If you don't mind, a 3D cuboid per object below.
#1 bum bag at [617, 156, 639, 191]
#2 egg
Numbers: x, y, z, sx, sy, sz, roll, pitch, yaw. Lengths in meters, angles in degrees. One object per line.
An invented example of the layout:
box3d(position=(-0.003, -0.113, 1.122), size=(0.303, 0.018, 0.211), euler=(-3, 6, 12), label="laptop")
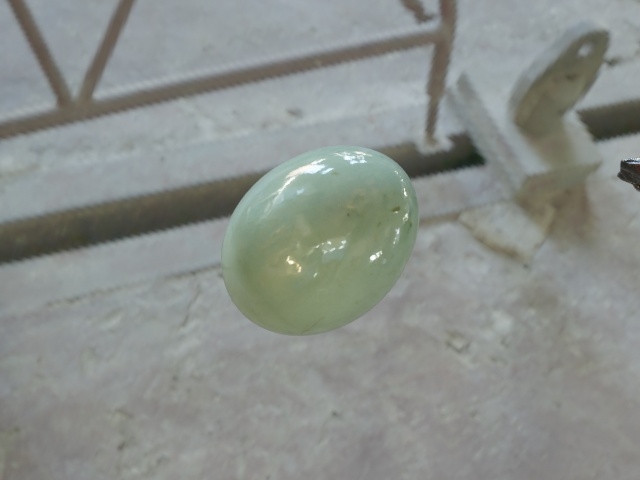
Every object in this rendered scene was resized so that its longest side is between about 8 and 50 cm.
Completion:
box3d(position=(0.262, -0.052, 1.041), size=(0.058, 0.124, 0.034), euler=(21, 63, -53), label="bum bag")
box3d(position=(0.000, 0.000, 1.323), size=(0.149, 0.192, 0.149), euler=(45, 17, -18), label="egg")
